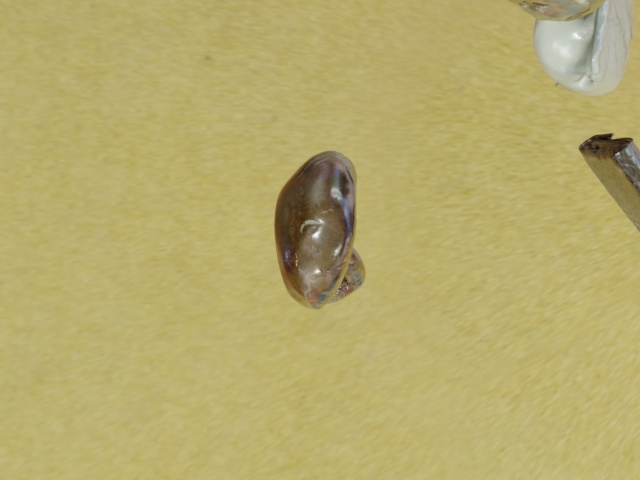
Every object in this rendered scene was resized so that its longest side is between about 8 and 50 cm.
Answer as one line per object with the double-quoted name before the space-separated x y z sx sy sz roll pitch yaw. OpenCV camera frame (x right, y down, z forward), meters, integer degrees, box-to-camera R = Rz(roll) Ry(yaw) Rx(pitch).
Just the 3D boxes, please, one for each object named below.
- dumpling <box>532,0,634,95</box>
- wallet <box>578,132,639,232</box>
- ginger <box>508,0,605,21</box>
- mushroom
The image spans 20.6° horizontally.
"dumpling" 0.262 -0.220 1.725 0.092 0.176 0.150 16 104 24
"wallet" 0.330 0.006 1.609 0.039 0.133 0.243 -36 97 -1
"ginger" 0.233 -0.318 1.462 0.155 0.304 0.245 0 120 49
"mushroom" -0.002 0.000 1.538 0.080 0.135 0.171 5 138 8
